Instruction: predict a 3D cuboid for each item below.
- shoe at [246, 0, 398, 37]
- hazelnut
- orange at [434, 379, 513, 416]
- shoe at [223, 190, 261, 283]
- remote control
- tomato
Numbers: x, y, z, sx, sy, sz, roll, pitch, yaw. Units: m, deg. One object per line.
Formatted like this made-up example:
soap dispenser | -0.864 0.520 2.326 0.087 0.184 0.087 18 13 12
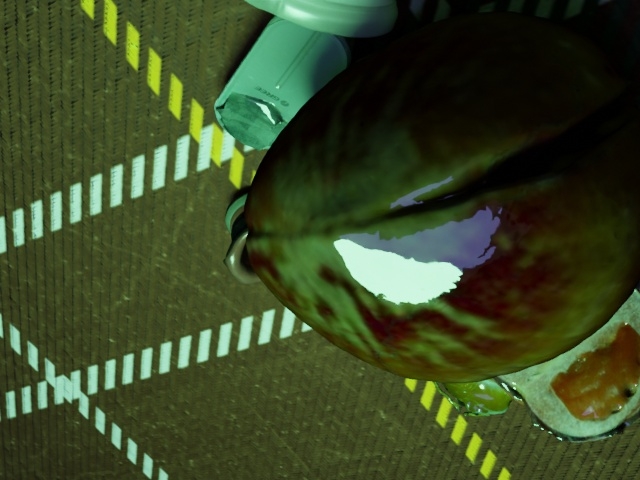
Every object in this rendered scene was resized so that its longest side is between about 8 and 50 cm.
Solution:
shoe | -0.070 -0.339 1.325 0.363 0.132 0.160 21 121 -5
hazelnut | 0.142 -0.026 1.345 0.429 0.402 0.402 -11 128 33
orange | 0.229 0.154 1.692 0.170 0.112 0.160 10 127 -18
shoe | 0.000 0.000 1.612 0.291 0.137 0.114 -3 132 24
remote control | -0.043 -0.186 1.489 0.104 0.052 0.247 29 144 -12
tomato | 0.305 0.130 1.562 0.228 0.199 0.112 51 -176 16
